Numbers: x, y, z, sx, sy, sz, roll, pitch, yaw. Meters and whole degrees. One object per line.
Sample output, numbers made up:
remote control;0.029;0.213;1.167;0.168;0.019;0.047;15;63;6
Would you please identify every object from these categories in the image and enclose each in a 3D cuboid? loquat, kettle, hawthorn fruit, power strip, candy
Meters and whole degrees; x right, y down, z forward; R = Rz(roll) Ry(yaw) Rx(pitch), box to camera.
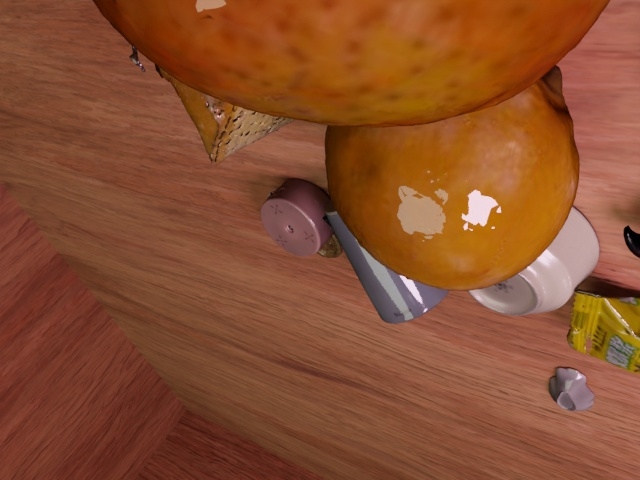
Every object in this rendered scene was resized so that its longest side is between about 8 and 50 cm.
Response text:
loquat;0.161;-0.098;0.791;0.328;0.328;0.328;26;148;18
kettle;0.138;0.002;1.135;0.210;0.160;0.243;-20;114;35
hawthorn fruit;0.037;-0.309;0.529;0.472;0.472;0.472;26;148;18
power strip;-0.045;-0.047;1.291;0.154;0.078;0.154;26;141;23
candy;0.538;0.152;0.972;0.297;0.081;0.187;10;143;20

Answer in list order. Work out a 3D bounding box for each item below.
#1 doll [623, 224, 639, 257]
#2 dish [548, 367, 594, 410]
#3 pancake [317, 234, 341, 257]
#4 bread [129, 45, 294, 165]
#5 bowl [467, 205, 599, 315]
doll;0.516;0.044;0.812;0.182;0.117;0.257;-19;120;48
dish;0.498;0.308;1.270;0.091;0.039;0.137;16;145;32
pancake;0.001;-0.001;1.385;0.115;0.011;0.115;25;149;17
bread;-0.150;-0.299;0.866;0.315;0.248;0.279;45;148;19
bowl;0.307;0.033;1.008;0.238;0.126;0.238;24;147;17
